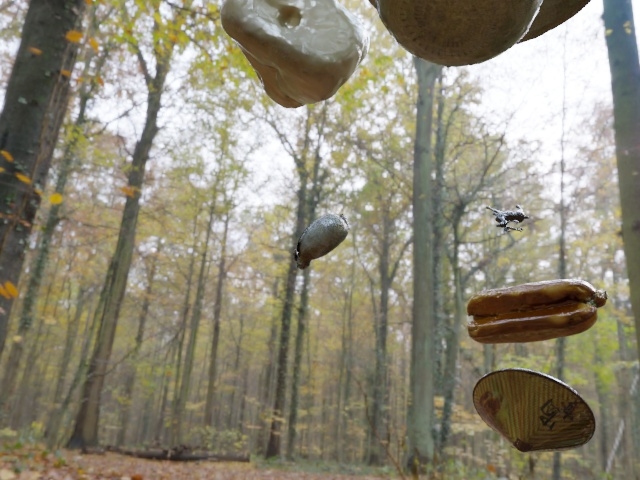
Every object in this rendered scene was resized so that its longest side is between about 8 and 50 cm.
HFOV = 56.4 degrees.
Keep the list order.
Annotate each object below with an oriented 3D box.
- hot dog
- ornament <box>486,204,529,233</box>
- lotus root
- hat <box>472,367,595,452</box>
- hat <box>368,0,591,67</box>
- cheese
[{"bbox_3d":[0.478,0.163,1.339,0.100,0.135,0.337,25,-28,-33],"label":"hot dog"},{"bbox_3d":[0.381,-0.043,1.191,0.073,0.028,0.125,-2,20,0],"label":"ornament"},{"bbox_3d":[-0.002,-0.002,1.390,0.165,0.088,0.088,-40,-32,7],"label":"lotus root"},{"bbox_3d":[0.324,0.296,0.939,0.193,0.082,0.193,18,-47,21],"label":"hat"},{"bbox_3d":[0.120,-0.225,0.494,0.257,0.130,0.257,14,-31,9],"label":"hat"},{"bbox_3d":[-0.023,-0.335,1.079,0.247,0.174,0.251,32,-18,27],"label":"cheese"}]
